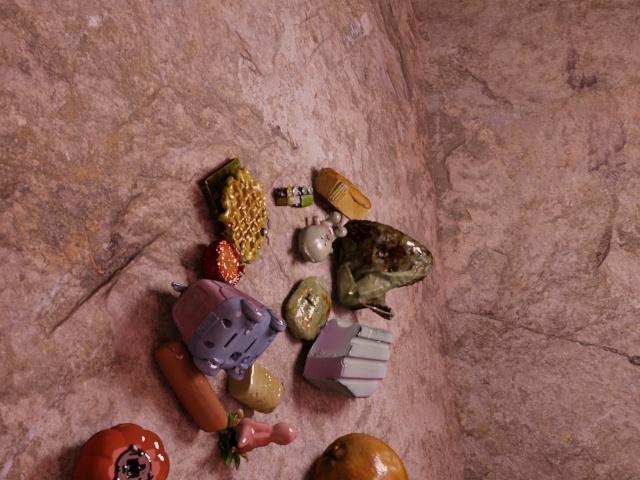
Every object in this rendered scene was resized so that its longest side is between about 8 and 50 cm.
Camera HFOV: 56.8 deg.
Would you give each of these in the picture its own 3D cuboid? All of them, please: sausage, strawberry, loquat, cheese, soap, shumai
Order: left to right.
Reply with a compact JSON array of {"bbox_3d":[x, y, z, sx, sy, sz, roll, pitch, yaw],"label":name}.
[{"bbox_3d":[-0.320,0.367,1.472,0.289,0.086,0.086,66,32,-27],"label":"sausage"},{"bbox_3d":[-0.277,0.065,1.634,0.145,0.086,0.145,22,65,-60],"label":"strawberry"},{"bbox_3d":[-0.184,0.420,1.704,0.167,0.094,0.123,50,43,-45],"label":"cheese"},{"bbox_3d":[0.109,0.425,2.127,0.446,0.156,0.261,26,76,-63],"label":"soap"},{"bbox_3d":[0.133,0.810,1.959,0.328,0.328,0.328,25,61,-58],"label":"loquat"},{"bbox_3d":[0.199,0.124,2.310,0.348,0.395,0.395,-59,140,-14],"label":"shumai"}]

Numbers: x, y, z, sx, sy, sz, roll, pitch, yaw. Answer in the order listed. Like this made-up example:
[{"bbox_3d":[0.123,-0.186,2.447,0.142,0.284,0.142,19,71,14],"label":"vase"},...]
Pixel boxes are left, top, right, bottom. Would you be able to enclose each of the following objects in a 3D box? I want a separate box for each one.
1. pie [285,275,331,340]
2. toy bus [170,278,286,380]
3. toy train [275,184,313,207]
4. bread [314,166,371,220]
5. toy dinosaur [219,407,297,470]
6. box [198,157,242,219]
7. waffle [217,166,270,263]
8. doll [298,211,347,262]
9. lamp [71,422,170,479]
[{"bbox_3d":[-0.029,0.243,2.049,0.248,0.090,0.201,-53,132,-49],"label":"pie"},{"bbox_3d":[-0.249,0.204,1.509,0.197,0.232,0.294,-50,154,1],"label":"toy bus"},{"bbox_3d":[-0.089,-0.152,2.074,0.202,0.060,0.081,-14,100,-60],"label":"toy train"},{"bbox_3d":[0.090,-0.178,2.331,0.119,0.152,0.288,-50,145,5],"label":"bread"},{"bbox_3d":[-0.175,0.543,1.601,0.194,0.177,0.152,34,53,-52],"label":"toy dinosaur"},{"bbox_3d":[-0.279,-0.156,1.752,0.193,0.030,0.121,-52,128,-55],"label":"box"},{"bbox_3d":[-0.227,-0.072,1.752,0.262,0.060,0.281,22,73,-65],"label":"waffle"},{"bbox_3d":[-0.008,0.001,2.144,0.275,0.113,0.155,-45,113,-49],"label":"doll"},{"bbox_3d":[-0.408,0.470,1.205,0.187,0.164,0.188,20,57,-33],"label":"lamp"}]
